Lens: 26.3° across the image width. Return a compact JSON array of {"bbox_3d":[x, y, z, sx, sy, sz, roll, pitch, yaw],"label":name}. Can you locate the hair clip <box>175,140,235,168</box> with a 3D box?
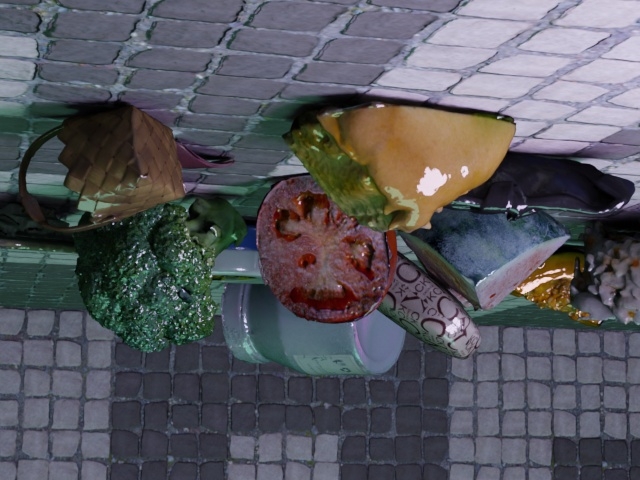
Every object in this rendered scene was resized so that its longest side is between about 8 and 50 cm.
[{"bbox_3d":[-0.160,-0.104,1.722,0.054,0.022,0.137,0,172,29],"label":"hair clip"}]

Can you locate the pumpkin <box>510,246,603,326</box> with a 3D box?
[{"bbox_3d":[0.413,0.063,2.506,0.248,0.126,0.131,20,179,0],"label":"pumpkin"}]

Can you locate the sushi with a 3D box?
[{"bbox_3d":[0.591,0.047,2.158,0.417,0.176,0.417,-3,179,0],"label":"sushi"}]

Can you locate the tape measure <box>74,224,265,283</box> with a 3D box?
[{"bbox_3d":[-0.236,0.021,2.300,0.351,0.098,0.215,-1,174,-9],"label":"tape measure"}]

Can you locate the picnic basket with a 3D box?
[{"bbox_3d":[-0.255,-0.077,1.542,0.178,0.128,0.138,-19,164,14],"label":"picnic basket"}]

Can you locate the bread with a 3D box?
[{"bbox_3d":[0.088,-0.073,1.526,0.251,0.133,0.174,5,172,-28],"label":"bread"}]

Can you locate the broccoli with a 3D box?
[{"bbox_3d":[-0.224,0.028,1.985,0.270,0.270,0.270,-32,-170,-30],"label":"broccoli"}]

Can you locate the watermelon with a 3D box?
[{"bbox_3d":[0.227,-0.014,1.972,0.175,0.188,0.322,47,172,-5],"label":"watermelon"}]

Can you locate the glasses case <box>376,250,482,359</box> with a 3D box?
[{"bbox_3d":[0.092,0.054,2.005,0.354,0.085,0.137,38,173,31],"label":"glasses case"}]

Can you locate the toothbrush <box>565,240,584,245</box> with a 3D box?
[{"bbox_3d":[0.407,0.007,2.422,0.162,0.017,0.014,1,178,-2],"label":"toothbrush"}]

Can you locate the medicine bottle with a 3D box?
[{"bbox_3d":[-0.016,0.130,2.556,0.289,0.245,0.245,-1,171,28],"label":"medicine bottle"}]

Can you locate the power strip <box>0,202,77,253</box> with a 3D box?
[{"bbox_3d":[-0.456,-0.025,2.142,0.198,0.065,0.213,5,-176,-35],"label":"power strip"}]

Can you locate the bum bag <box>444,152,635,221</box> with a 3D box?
[{"bbox_3d":[0.230,-0.065,1.686,0.309,0.074,0.137,2,-156,1],"label":"bum bag"}]

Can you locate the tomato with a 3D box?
[{"bbox_3d":[0.018,0.003,1.902,0.225,0.225,0.085,-5,-169,34],"label":"tomato"}]
